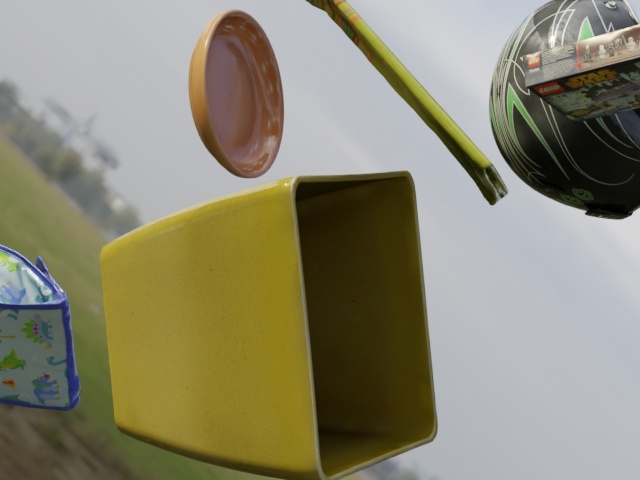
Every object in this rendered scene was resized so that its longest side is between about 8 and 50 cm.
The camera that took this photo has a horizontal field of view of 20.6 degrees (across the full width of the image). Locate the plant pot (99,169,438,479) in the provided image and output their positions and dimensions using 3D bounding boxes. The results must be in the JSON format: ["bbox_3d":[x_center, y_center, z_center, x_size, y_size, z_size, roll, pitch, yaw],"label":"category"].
[{"bbox_3d":[-0.045,0.064,1.326,0.212,0.187,0.212,-7,91,-64],"label":"plant pot"}]

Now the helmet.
[{"bbox_3d":[0.217,-0.115,1.445,0.161,0.169,0.169,36,-3,-11],"label":"helmet"}]

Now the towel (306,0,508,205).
[{"bbox_3d":[0.052,-0.125,1.315,0.237,0.021,0.102,50,4,17],"label":"towel"}]

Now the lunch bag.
[{"bbox_3d":[-0.285,0.079,1.595,0.151,0.096,0.128,20,-48,25],"label":"lunch bag"}]

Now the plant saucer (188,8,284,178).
[{"bbox_3d":[-0.102,-0.171,2.076,0.037,0.200,0.200,-6,-31,25],"label":"plant saucer"}]

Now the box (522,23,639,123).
[{"bbox_3d":[0.224,-0.122,1.251,0.094,0.137,0.027,25,57,-56],"label":"box"}]
